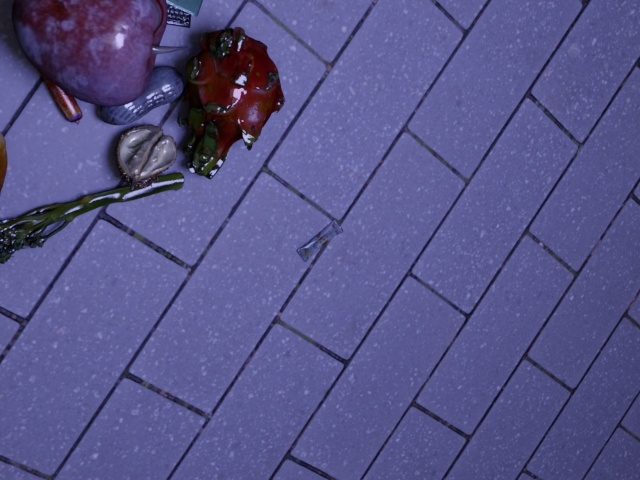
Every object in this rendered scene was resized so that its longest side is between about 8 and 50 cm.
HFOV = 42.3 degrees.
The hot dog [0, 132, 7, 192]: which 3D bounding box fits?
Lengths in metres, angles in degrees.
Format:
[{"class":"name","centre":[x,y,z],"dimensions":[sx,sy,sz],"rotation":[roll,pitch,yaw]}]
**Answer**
[{"class":"hot dog","centre":[-0.618,-0.080,1.364],"dimensions":[0.150,0.153,0.257],"rotation":[30,78,-1]}]

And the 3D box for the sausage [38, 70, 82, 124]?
[{"class":"sausage","centre":[-0.458,-0.262,1.461],"dimensions":[0.034,0.034,0.129],"rotation":[-30,115,-16]}]

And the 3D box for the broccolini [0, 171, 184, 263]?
[{"class":"broccolini","centre":[-0.433,-0.040,1.524],"dimensions":[0.392,0.079,0.074],"rotation":[-17,152,-22]}]

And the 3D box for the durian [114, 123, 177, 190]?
[{"class":"durian","centre":[-0.326,-0.141,1.527],"dimensions":[0.110,0.071,0.140],"rotation":[18,65,-4]}]

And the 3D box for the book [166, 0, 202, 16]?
[{"class":"book","centre":[-0.248,-0.492,1.504],"dimensions":[0.103,0.017,0.135],"rotation":[20,90,-28]}]

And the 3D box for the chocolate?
[{"class":"chocolate","centre":[-0.324,-0.263,1.505],"dimensions":[0.167,0.072,0.072],"rotation":[-30,115,-16]}]

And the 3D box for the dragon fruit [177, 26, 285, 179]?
[{"class":"dragon fruit","centre":[-0.183,-0.253,1.518],"dimensions":[0.269,0.198,0.200],"rotation":[-52,144,-2]}]

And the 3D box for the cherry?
[{"class":"cherry","centre":[-0.360,-0.344,1.380],"dimensions":[0.285,0.213,0.236],"rotation":[8,76,-11]}]

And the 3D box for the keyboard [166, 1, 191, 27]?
[{"class":"keyboard","centre":[-0.327,-0.428,1.492],"dimensions":[0.198,0.010,0.064],"rotation":[2,101,-26]}]

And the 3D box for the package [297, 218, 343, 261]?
[{"class":"package","centre":[0.000,0.000,1.767],"dimensions":[0.110,0.015,0.037],"rotation":[-39,112,-13]}]
